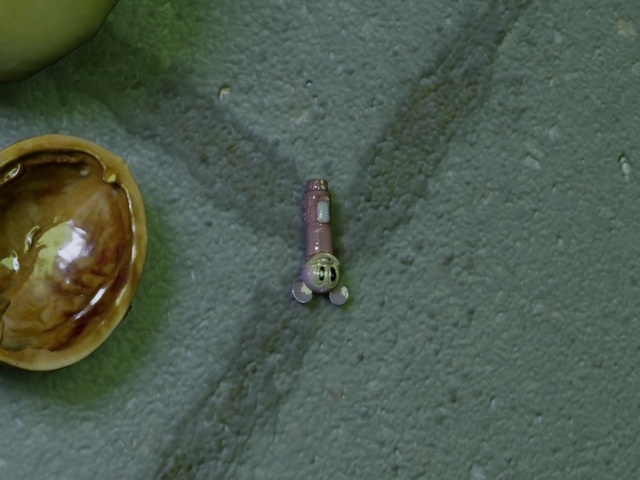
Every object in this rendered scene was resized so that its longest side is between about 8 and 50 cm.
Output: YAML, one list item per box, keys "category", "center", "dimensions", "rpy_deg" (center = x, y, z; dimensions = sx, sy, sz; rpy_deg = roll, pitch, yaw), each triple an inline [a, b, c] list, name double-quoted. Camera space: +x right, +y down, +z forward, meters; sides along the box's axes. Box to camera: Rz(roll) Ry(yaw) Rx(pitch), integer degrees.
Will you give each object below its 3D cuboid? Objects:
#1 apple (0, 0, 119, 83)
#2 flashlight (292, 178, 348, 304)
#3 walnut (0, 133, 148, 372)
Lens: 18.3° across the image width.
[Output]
- category: "apple"
  center: [-0.268, -0.253, 1.555]
  dimensions: [0.262, 0.262, 0.262]
  rpy_deg: [7, 72, -21]
- category: "flashlight"
  center: [0.000, 0.000, 1.701]
  dimensions: [0.052, 0.031, 0.110]
  rpy_deg: [4, 72, -21]
- category: "walnut"
  center: [-0.231, 0.017, 1.568]
  dimensions: [0.167, 0.087, 0.211]
  rpy_deg: [47, 58, -10]
